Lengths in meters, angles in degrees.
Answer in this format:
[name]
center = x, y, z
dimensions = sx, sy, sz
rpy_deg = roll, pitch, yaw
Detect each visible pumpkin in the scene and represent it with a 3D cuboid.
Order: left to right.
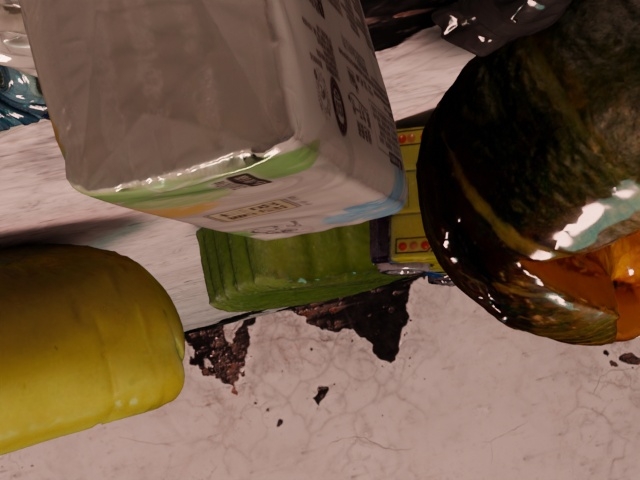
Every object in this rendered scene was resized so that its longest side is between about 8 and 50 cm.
[pumpkin]
center = 0.222, -0.060, 0.932
dimensions = 0.320, 0.192, 0.320
rpy_deg = -17, 146, -12

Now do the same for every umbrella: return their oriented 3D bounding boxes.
[umbrella]
center = 0.148, -0.169, 0.742
dimensions = 0.066, 0.059, 0.235
rpy_deg = -38, -176, -30

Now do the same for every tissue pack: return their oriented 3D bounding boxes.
[tissue pack]
center = -0.062, -0.081, 0.563
dimensions = 0.145, 0.159, 0.229
rpy_deg = -16, 173, 12

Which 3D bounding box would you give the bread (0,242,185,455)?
[bread]
center = -0.326, 0.113, 1.307
dimensions = 0.376, 0.208, 0.251
rpy_deg = -9, -177, -34

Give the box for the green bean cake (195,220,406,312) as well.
[green bean cake]
center = 0.000, 0.000, 1.481
dimensions = 0.248, 0.125, 0.222
rpy_deg = -7, 170, -25

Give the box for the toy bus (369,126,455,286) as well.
[toy bus]
center = 0.170, -0.028, 1.321
dimensions = 0.175, 0.138, 0.287
rpy_deg = -5, 170, 26

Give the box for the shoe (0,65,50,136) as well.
[shoe]
center = -0.164, -0.089, 0.685
dimensions = 0.143, 0.064, 0.071
rpy_deg = -14, 174, -29
